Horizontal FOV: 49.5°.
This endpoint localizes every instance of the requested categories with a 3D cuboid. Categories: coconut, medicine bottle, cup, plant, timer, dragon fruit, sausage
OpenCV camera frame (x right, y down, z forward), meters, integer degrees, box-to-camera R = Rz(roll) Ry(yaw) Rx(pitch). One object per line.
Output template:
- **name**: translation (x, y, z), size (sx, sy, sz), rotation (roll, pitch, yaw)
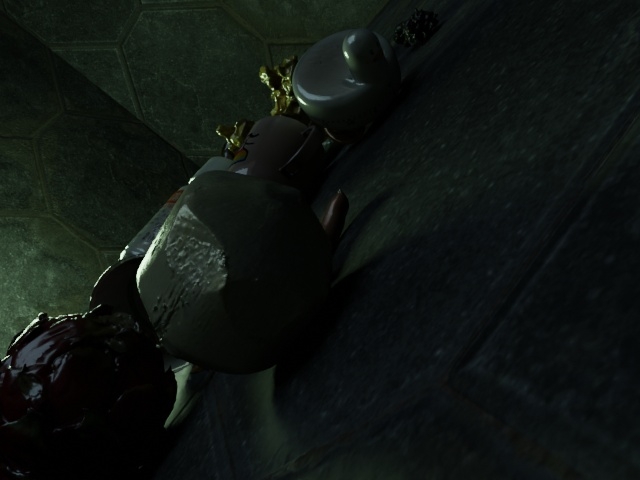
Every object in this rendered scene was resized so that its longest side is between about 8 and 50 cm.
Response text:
- **coconut**: translation (-0.100, 0.034, 0.886), size (0.247, 0.244, 0.245), rotation (-53, 9, 32)
- **medicine bottle**: translation (-0.322, -0.026, 1.792), size (0.371, 0.211, 0.211), rotation (-55, 12, -28)
- **cup**: translation (-0.329, 0.133, 1.493), size (0.253, 0.253, 0.274), rotation (-50, 3, 6)
- **plant**: translation (0.224, -0.506, 1.668), size (0.085, 0.087, 0.174), rotation (-24, 11, -14)
- **timer**: translation (0.051, -0.354, 1.457), size (0.233, 0.240, 0.234), rotation (-11, 54, 16)
- **dragon fruit**: translation (-0.403, 0.274, 1.154), size (0.329, 0.329, 0.329), rotation (-48, 12, 14)
- **cup**: translation (-0.090, -0.154, 1.532), size (0.252, 0.191, 0.200), rotation (-29, 27, 44)
- **sausage**: translation (0.001, 0.000, 1.056), size (0.040, 0.047, 0.177), rotation (-11, 40, 48)

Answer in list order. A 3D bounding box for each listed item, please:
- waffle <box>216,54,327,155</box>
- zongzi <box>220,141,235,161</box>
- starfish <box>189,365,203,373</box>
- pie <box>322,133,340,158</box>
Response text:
- **waffle**: translation (-0.097, -0.313, 1.839), size (0.324, 0.261, 0.151), rotation (-58, 21, -16)
- **zongzi**: translation (-0.130, -0.205, 2.075), size (0.317, 0.154, 0.289), rotation (-13, -15, -3)
- **starfish**: translation (-0.156, 0.102, 1.259), size (0.293, 0.084, 0.301), rotation (-48, 16, 10)
- **pie**: translation (0.012, -0.231, 1.702), size (0.187, 0.041, 0.187), rotation (-45, 11, 11)
